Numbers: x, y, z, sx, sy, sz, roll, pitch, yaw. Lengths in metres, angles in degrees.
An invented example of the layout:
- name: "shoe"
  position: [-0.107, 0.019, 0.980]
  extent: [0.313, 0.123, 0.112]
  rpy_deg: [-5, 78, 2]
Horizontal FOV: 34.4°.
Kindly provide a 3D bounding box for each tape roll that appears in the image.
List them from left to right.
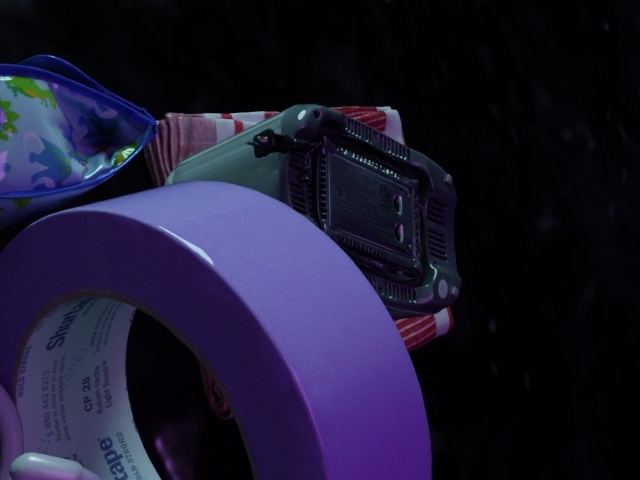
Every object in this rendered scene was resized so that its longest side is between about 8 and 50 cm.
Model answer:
- name: "tape roll"
  position: [-0.077, 0.108, 0.577]
  extent: [0.090, 0.275, 0.274]
  rpy_deg: [-20, 91, -52]

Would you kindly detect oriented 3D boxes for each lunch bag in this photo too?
- name: "lunch bag"
  position: [-0.192, -0.050, 0.620]
  extent: [0.151, 0.129, 0.096]
  rpy_deg: [-7, 82, -49]

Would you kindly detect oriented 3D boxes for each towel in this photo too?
- name: "towel"
  position: [0.000, 0.000, 0.897]
  extent: [0.329, 0.037, 0.237]
  rpy_deg: [-11, 85, -51]

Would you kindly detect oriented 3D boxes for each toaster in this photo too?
- name: "toaster"
  position: [-0.013, -0.008, 0.739]
  extent: [0.227, 0.146, 0.129]
  rpy_deg: [19, 62, -46]

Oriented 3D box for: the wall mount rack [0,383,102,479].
- name: "wall mount rack"
  position: [-0.268, 0.186, 0.456]
  extent: [0.304, 0.130, 0.350]
  rpy_deg: [12, 61, -10]
